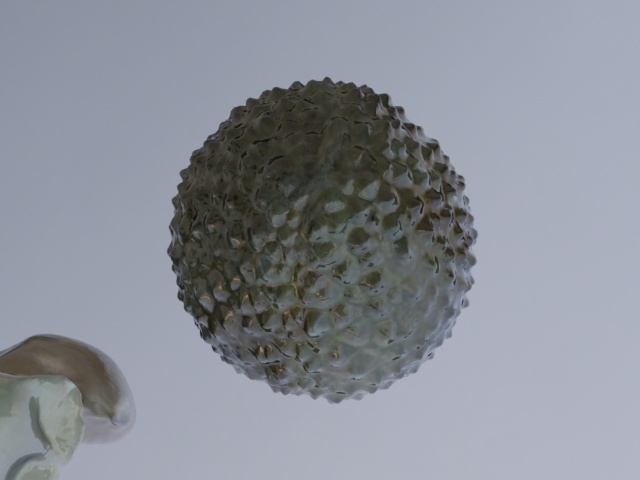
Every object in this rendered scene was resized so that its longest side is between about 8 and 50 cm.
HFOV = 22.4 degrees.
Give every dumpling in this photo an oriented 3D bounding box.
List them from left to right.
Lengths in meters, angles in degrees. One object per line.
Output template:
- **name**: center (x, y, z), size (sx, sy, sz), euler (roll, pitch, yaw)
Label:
- **dumpling**: center (-0.323, 0.182, 1.415), size (0.229, 0.151, 0.124), euler (4, -168, -15)

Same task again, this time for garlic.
- **garlic**: center (-0.288, 0.152, 1.605), size (0.318, 0.143, 0.112), euler (-10, -105, 39)

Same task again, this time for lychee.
- **lychee**: center (0.000, 0.000, 1.289), size (0.255, 0.255, 0.274), euler (-38, 167, -6)
